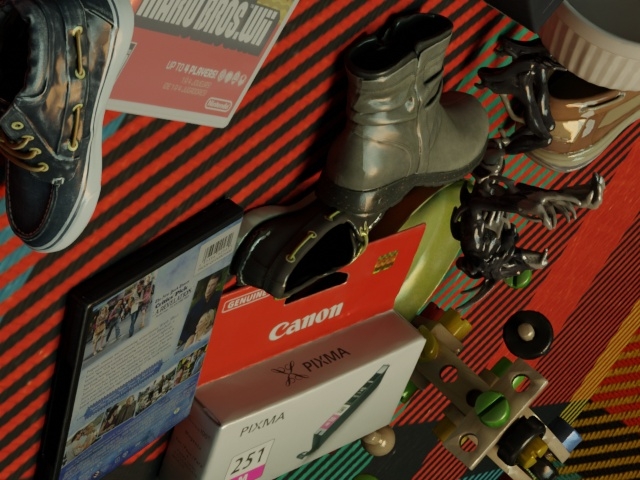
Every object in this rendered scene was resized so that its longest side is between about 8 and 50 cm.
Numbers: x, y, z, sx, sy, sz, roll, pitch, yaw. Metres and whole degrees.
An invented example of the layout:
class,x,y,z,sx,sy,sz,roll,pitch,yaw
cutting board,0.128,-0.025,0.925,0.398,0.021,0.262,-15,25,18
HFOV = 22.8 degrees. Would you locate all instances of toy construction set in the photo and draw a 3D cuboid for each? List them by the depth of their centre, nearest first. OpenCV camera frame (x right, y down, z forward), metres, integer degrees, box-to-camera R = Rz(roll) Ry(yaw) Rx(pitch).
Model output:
class,x,y,z,sx,sy,sz,roll,pitch,yaw
toy construction set,0.124,0.180,1.731,0.309,0.257,0.237,-23,167,7

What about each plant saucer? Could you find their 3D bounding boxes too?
class,x,y,z,sx,sy,sz,roll,pitch,yaw
plant saucer,0.076,0.028,1.653,0.241,0.037,0.241,-46,159,-24

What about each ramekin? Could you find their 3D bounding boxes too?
class,x,y,z,sx,sy,sz,roll,pitch,yaw
ramekin,0.291,-0.237,1.479,0.207,0.207,0.109,-46,167,-22

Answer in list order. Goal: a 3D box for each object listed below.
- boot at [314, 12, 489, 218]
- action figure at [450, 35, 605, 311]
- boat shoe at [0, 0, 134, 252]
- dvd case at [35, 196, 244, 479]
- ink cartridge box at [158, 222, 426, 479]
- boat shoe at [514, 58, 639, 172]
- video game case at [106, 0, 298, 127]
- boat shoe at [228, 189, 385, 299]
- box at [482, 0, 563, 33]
class,x,y,z,sx,sy,sz,roll,pitch,yaw
boot,0.093,-0.127,1.393,0.246,0.083,0.161,-32,144,-49
action figure,0.205,-0.054,1.575,0.164,0.141,0.276,-43,143,-64
boat shoe,-0.171,-0.067,0.929,0.083,0.065,0.183,-22,137,-51
dvd case,-0.150,0.097,1.287,0.180,0.022,0.253,-33,151,-43
ink cartridge box,-0.009,0.120,1.513,0.275,0.060,0.239,-19,143,-40
boat shoe,0.342,-0.206,1.754,0.324,0.123,0.116,-45,156,-27
video game case,-0.046,-0.205,1.030,0.285,0.025,0.204,-59,159,12
boat shoe,0.000,0.000,1.393,0.228,0.068,0.081,-24,144,-54
box,0.165,-0.285,1.249,0.153,0.108,0.207,-51,160,-8
